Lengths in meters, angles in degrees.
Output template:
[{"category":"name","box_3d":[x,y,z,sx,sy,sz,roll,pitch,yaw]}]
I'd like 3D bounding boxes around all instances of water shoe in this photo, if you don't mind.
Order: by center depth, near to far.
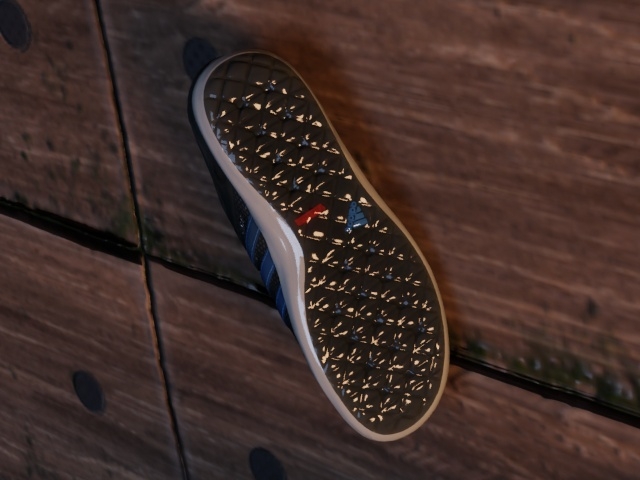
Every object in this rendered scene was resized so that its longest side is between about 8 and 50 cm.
[{"category":"water shoe","box_3d":[0.000,0.000,0.811,0.203,0.073,0.080,65,168,-6]}]
